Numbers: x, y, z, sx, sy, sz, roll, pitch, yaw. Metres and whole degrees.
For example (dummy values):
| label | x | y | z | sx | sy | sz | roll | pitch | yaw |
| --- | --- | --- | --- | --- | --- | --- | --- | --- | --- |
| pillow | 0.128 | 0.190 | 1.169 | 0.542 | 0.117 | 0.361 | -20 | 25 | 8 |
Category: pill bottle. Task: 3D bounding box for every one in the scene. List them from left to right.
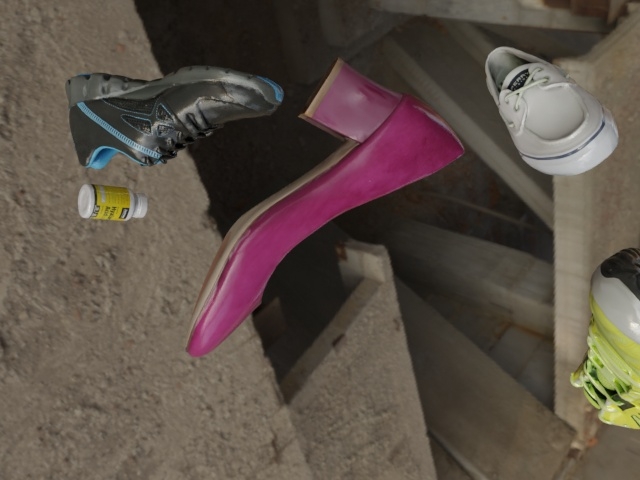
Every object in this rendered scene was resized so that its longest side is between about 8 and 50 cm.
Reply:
| label | x | y | z | sx | sy | sz | roll | pitch | yaw |
| --- | --- | --- | --- | --- | --- | --- | --- | --- | --- |
| pill bottle | -0.390 | -0.070 | 1.278 | 0.116 | 0.065 | 0.065 | 3 | 104 | -39 |

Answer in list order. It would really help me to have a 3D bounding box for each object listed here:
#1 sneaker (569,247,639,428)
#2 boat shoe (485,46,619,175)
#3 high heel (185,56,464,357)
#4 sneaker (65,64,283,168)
| label | x | y | z | sx | sy | sz | roll | pitch | yaw |
| --- | --- | --- | --- | --- | --- | --- | --- | --- | --- |
| sneaker | 0.329 | 0.128 | 0.674 | 0.147 | 0.145 | 0.384 | -40 | 142 | 14 |
| boat shoe | 0.205 | -0.133 | 0.659 | 0.083 | 0.226 | 0.076 | -42 | 112 | 13 |
| high heel | 0.000 | 0.000 | 0.756 | 0.181 | 0.127 | 0.377 | 30 | 101 | -12 |
| sneaker | -0.214 | -0.178 | 1.003 | 0.125 | 0.340 | 0.140 | -3 | 92 | -72 |
